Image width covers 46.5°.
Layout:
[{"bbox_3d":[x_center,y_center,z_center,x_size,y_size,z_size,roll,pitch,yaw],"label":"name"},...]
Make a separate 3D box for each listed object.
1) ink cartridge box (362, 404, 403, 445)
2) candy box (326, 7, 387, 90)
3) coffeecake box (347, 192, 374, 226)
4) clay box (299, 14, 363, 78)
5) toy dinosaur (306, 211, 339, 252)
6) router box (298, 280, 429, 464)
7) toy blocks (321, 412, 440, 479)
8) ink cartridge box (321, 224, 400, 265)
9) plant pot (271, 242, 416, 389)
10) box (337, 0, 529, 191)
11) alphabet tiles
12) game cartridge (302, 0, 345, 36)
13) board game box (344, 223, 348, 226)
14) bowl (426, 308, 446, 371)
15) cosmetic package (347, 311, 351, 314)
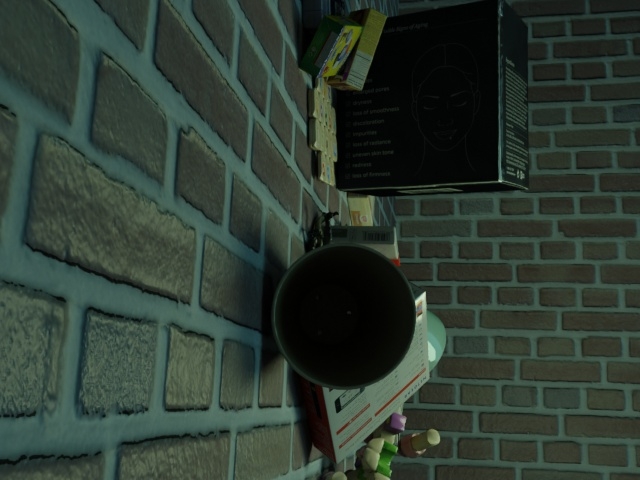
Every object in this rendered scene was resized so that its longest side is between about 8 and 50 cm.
[{"bbox_3d":[0.177,0.539,2.346,0.218,0.158,0.092,-66,154,-65],"label":"ink cartridge box"},{"bbox_3d":[0.085,-0.455,1.783,0.109,0.053,0.187,24,-85,63],"label":"candy box"},{"bbox_3d":[0.133,-0.158,2.366,0.142,0.068,0.185,77,17,-50],"label":"coffeecake box"},{"bbox_3d":[0.031,-0.435,1.668,0.127,0.053,0.222,-60,172,21],"label":"clay box"},{"bbox_3d":[0.000,0.000,1.678,0.118,0.064,0.268,100,0,-47],"label":"toy dinosaur"},{"bbox_3d":[0.108,0.295,1.694,0.335,0.082,0.301,-35,135,-30],"label":"router box"},{"bbox_3d":[0.106,0.590,1.954,0.260,0.309,0.289,-47,-162,55],"label":"toy blocks"},{"bbox_3d":[0.103,0.036,1.874,0.232,0.189,0.066,74,20,-58],"label":"ink cartridge box"},{"bbox_3d":[0.030,0.145,1.431,0.274,0.256,0.256,133,-42,-82],"label":"plant pot"},{"bbox_3d":[0.314,-0.371,2.084,0.297,0.480,0.472,0,89,-60],"label":"box"},{"bbox_3d":[0.006,-0.276,1.815,0.284,0.021,0.278,5,83,-80],"label":"alphabet tiles"},{"bbox_3d":[0.016,-0.596,1.780,0.355,0.068,0.230,-42,127,-76],"label":"game cartridge"},{"bbox_3d":[0.103,0.079,2.101,0.124,0.039,0.259,-31,105,-85],"label":"board game box"},{"bbox_3d":[0.221,0.292,2.341,0.163,0.311,0.311,55,31,-38],"label":"bowl"},{"bbox_3d":[0.076,0.192,2.073,0.239,0.060,0.099,64,29,-67],"label":"cosmetic package"}]
